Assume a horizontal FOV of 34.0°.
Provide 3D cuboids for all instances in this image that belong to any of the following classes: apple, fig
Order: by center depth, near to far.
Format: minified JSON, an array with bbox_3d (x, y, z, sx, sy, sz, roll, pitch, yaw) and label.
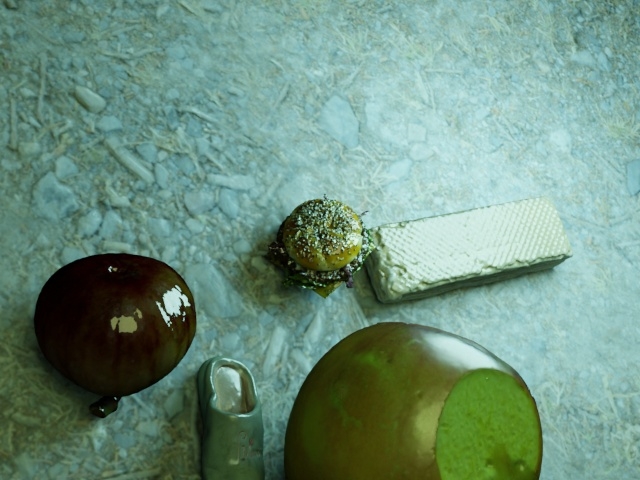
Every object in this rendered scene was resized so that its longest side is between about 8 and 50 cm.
[{"bbox_3d":[-0.299,0.124,1.533,0.235,0.214,0.235,0,51,0],"label":"fig"},{"bbox_3d":[0.136,0.315,1.544,0.384,0.374,0.374,26,57,2],"label":"apple"}]

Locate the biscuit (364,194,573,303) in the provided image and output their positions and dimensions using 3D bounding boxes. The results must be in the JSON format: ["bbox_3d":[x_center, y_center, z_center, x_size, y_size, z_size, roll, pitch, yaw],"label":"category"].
[{"bbox_3d":[0.272,0.016,1.918,0.426,0.078,0.144,-9,71,-28],"label":"biscuit"}]

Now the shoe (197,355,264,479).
[{"bbox_3d":[-0.130,0.286,1.586,0.103,0.100,0.251,2,63,-25],"label":"shoe"}]

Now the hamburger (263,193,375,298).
[{"bbox_3d":[0.000,0.004,1.765,0.164,0.093,0.190,23,63,14],"label":"hamburger"}]
